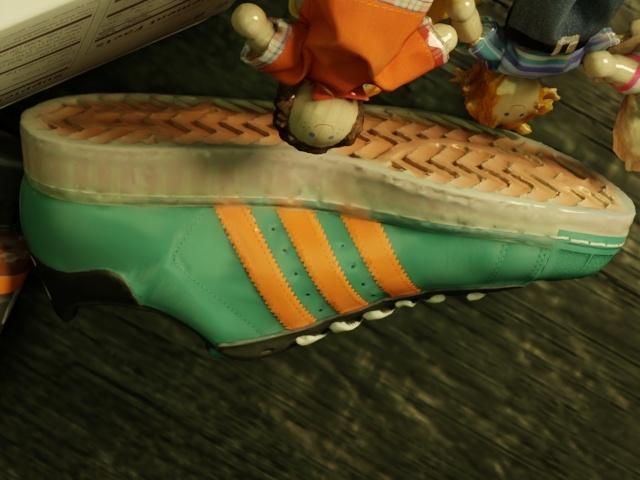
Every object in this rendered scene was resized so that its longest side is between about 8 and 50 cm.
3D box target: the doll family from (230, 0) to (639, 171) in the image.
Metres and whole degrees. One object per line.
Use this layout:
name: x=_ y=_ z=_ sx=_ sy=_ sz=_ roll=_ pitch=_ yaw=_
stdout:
doll family: x=0.084 y=-0.107 z=0.438 sx=0.263 sy=0.163 sz=0.118 roll=2 pitch=55 yaw=-18

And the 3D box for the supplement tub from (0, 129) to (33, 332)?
supplement tub: x=-0.221 y=0.031 z=0.528 sx=0.106 sy=0.106 sz=0.198 roll=29 pitch=101 yaw=2

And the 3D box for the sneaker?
sneaker: x=0.000 y=0.000 z=0.507 sx=0.302 sy=0.108 sz=0.121 roll=6 pitch=117 yaw=1

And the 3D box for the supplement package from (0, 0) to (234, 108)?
supplement package: x=-0.165 y=-0.202 z=0.428 sx=0.204 sy=0.145 sz=0.262 roll=-30 pitch=94 yaw=-23
